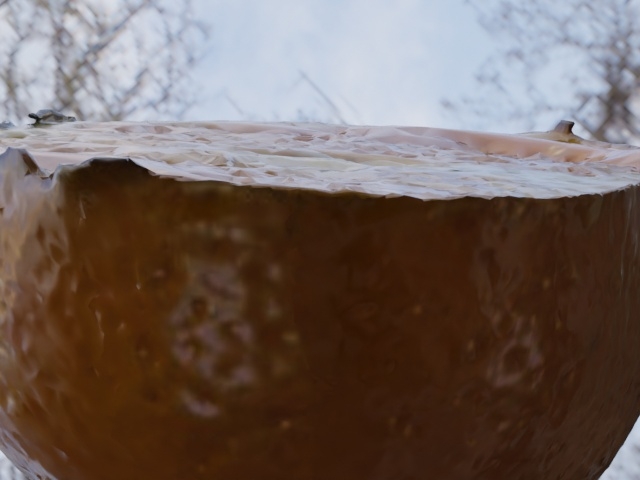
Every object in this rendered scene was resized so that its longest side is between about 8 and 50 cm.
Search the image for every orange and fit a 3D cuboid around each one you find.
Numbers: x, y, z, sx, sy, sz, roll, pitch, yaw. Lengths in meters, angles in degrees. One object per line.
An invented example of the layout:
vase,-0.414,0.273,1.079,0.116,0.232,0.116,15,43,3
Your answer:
orange,0.004,0.002,0.634,0.310,0.274,0.274,-66,-15,-49
